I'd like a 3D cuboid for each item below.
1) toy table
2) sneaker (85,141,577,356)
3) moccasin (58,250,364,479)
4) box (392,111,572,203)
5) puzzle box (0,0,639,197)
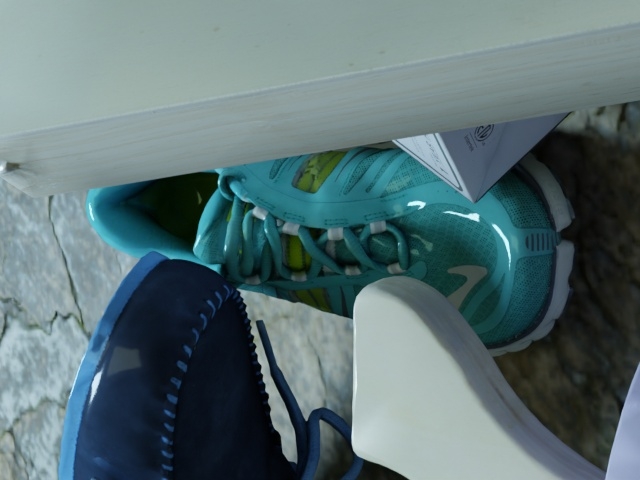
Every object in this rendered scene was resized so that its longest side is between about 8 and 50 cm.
[{"bbox_3d":[0.084,0.153,0.739,0.161,0.252,0.274,7,92,30],"label":"toy table"},{"bbox_3d":[0.000,0.000,0.879,0.275,0.110,0.107,8,103,45],"label":"sneaker"},{"bbox_3d":[-0.039,0.135,0.914,0.117,0.137,0.342,22,146,19],"label":"moccasin"},{"bbox_3d":[-0.020,-0.158,0.816,0.290,0.087,0.169,39,168,38],"label":"box"},{"bbox_3d":[0.073,-0.169,0.626,0.409,0.052,0.272,-7,64,26],"label":"puzzle box"}]
